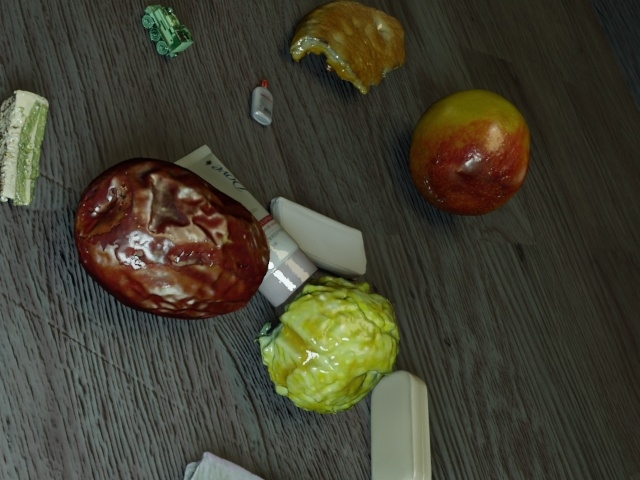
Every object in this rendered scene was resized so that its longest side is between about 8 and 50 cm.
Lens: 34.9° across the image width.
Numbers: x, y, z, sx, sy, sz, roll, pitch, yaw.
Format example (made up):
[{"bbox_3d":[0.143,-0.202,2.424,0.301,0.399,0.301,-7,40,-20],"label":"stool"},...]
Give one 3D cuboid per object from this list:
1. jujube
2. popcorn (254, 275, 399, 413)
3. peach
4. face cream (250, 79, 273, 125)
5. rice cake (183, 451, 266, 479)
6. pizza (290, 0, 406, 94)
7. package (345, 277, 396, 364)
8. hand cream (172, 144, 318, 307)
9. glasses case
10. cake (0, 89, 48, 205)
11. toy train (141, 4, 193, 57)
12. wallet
[{"bbox_3d":[-0.182,0.002,1.223,0.243,0.183,0.183,29,44,-47],"label":"jujube"},{"bbox_3d":[0.008,0.134,1.362,0.198,0.198,0.212,42,15,-24],"label":"popcorn"},{"bbox_3d":[0.271,-0.158,1.842,0.231,0.231,0.230,31,44,-35],"label":"peach"},{"bbox_3d":[-0.092,-0.222,1.616,0.040,0.021,0.083,32,43,-33],"label":"face cream"},{"bbox_3d":[-0.033,0.348,1.240,0.365,0.056,0.072,32,43,-33],"label":"rice cake"},{"bbox_3d":[0.060,-0.356,1.858,0.182,0.074,0.365,56,34,-2],"label":"pizza"},{"bbox_3d":[0.077,0.122,1.564,0.108,0.031,0.120,31,44,-34],"label":"package"},{"bbox_3d":[-0.112,-0.025,1.410,0.248,0.083,0.133,47,33,-1],"label":"hand cream"},{"bbox_3d":[0.113,0.279,1.449,0.050,0.083,0.196,31,45,-33],"label":"glasses case"},{"bbox_3d":[-0.359,-0.105,1.199,0.051,0.055,0.139,20,68,-44],"label":"cake"},{"bbox_3d":[-0.225,-0.310,1.488,0.033,0.053,0.083,-26,88,-55],"label":"toy train"},{"bbox_3d":[0.000,0.000,1.558,0.190,0.033,0.095,25,49,-39],"label":"wallet"}]
